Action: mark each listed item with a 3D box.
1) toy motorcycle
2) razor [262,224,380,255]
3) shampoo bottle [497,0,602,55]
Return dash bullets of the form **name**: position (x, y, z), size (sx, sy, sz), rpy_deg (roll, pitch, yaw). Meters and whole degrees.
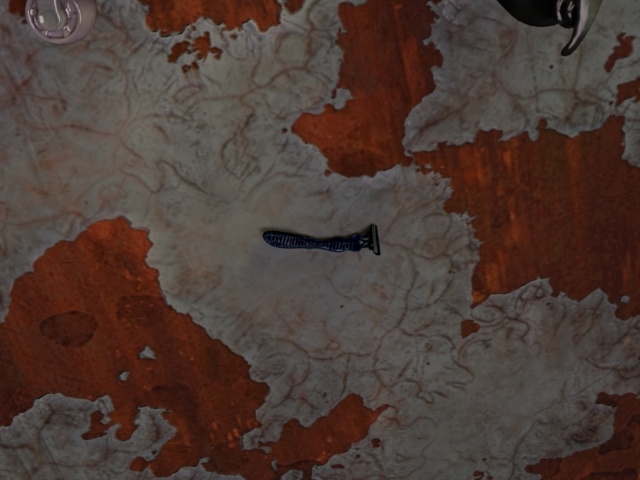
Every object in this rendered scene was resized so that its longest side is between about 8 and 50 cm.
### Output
- **toy motorcycle**: position (-0.250, -0.317, 1.185), size (0.112, 0.112, 0.254), rpy_deg (8, 121, -22)
- **razor**: position (-0.001, 0.002, 1.526), size (0.154, 0.044, 0.028), rpy_deg (2, 151, -16)
- **shampoo bottle**: position (0.212, -0.285, 1.219), size (0.101, 0.284, 0.101), rpy_deg (-8, 126, -12)
